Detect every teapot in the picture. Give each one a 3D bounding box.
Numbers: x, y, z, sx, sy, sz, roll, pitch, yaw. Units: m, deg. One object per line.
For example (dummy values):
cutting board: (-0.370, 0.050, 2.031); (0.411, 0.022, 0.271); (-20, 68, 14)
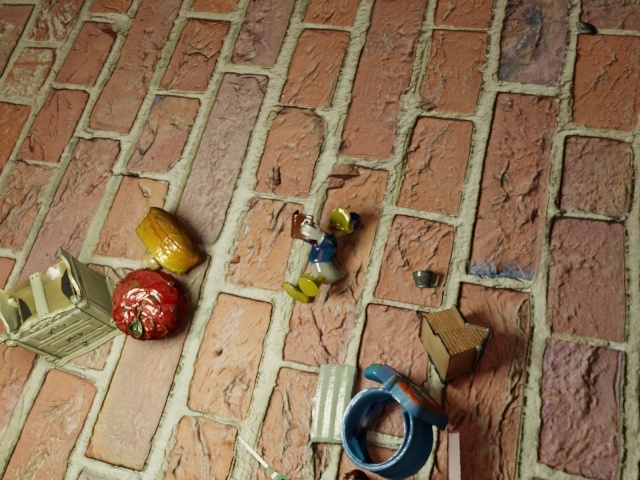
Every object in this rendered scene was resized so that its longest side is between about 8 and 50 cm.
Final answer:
teapot: (0.338, 0.124, 1.922); (0.087, 0.066, 0.057); (0, 85, -11)

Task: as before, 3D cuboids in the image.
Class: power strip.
power strip: (0.364, 0.658, 1.640); (0.037, 0.109, 0.279); (0, 66, 11)

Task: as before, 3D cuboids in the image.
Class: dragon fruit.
dragon fruit: (-0.573, 0.203, 1.994); (0.244, 0.244, 0.299); (-39, 45, -6)

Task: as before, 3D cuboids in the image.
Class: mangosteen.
mangosteen: (0.097, 0.689, 1.705); (0.080, 0.081, 0.081); (-5, 65, 11)

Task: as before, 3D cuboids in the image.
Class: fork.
fork: (-0.174, 0.670, 1.808); (0.235, 0.021, 0.039); (36, 75, 24)

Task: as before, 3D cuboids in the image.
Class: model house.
model house: (0.407, 0.295, 1.782); (0.172, 0.167, 0.183); (-17, 47, -12)

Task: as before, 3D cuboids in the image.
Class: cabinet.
cabinet: (-0.867, 0.229, 2.002); (0.289, 0.318, 0.228); (-28, 63, -1)

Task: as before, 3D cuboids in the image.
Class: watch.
watch: (0.172, 0.504, 1.703); (0.275, 0.241, 0.305); (-55, 41, -3)

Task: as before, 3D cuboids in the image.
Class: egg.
egg: (-0.598, 0.074, 2.144); (0.083, 0.071, 0.071); (-1, 60, 50)

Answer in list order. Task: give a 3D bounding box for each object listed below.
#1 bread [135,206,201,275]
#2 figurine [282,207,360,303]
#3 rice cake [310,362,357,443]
bread: (-0.526, -0.002, 2.100); (0.143, 0.195, 0.269); (-47, 61, 1)
figurine: (0.000, 0.000, 1.984); (0.338, 0.284, 0.204); (-43, 21, -28)
rice cake: (0.039, 0.495, 1.827); (0.127, 0.043, 0.237); (1, 66, 15)
